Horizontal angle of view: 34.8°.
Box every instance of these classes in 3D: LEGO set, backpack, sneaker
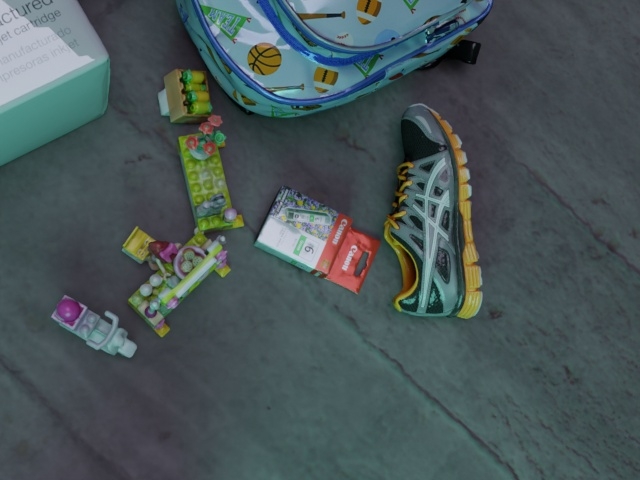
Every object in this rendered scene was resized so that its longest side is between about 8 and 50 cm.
[{"bbox_3d":[-0.127,-0.027,0.925,0.132,0.107,0.287,24,76,-7],"label":"LEGO set"},{"bbox_3d":[0.002,-0.243,0.951,0.263,0.213,0.276,-32,91,-5],"label":"backpack"},{"bbox_3d":[0.100,-0.027,0.990,0.083,0.084,0.214,-8,83,-9],"label":"sneaker"}]

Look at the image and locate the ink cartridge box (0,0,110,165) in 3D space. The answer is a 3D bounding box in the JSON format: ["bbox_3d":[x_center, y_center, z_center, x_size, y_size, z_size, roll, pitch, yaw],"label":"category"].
[{"bbox_3d":[-0.397,-0.234,0.876,0.279,0.160,0.384,-30,87,-15],"label":"ink cartridge box"}]

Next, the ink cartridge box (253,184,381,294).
[{"bbox_3d":[0.000,0.000,0.988,0.115,0.029,0.063,26,75,-6],"label":"ink cartridge box"}]
